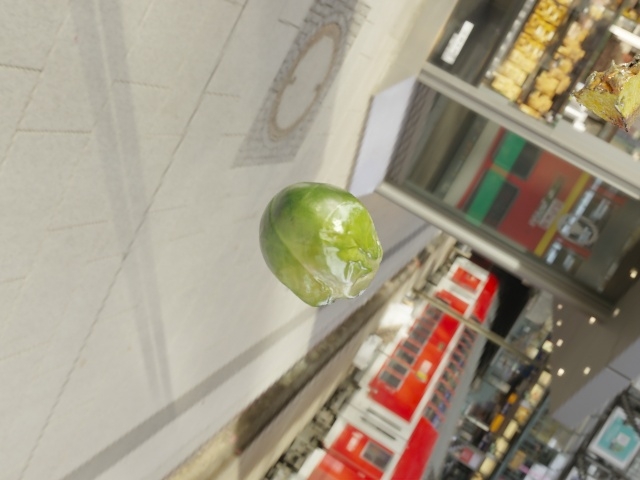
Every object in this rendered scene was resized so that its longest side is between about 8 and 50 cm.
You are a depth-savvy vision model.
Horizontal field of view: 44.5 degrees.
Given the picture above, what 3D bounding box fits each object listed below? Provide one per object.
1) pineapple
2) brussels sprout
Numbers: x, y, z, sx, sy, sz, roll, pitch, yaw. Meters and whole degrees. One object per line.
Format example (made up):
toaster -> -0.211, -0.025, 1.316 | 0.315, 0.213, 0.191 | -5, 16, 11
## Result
pineapple -> 0.344, -0.170, 0.856 | 0.114, 0.077, 0.114 | -35, 177, 5
brussels sprout -> 0.002, -0.003, 0.934 | 0.118, 0.155, 0.155 | -73, -178, -47
